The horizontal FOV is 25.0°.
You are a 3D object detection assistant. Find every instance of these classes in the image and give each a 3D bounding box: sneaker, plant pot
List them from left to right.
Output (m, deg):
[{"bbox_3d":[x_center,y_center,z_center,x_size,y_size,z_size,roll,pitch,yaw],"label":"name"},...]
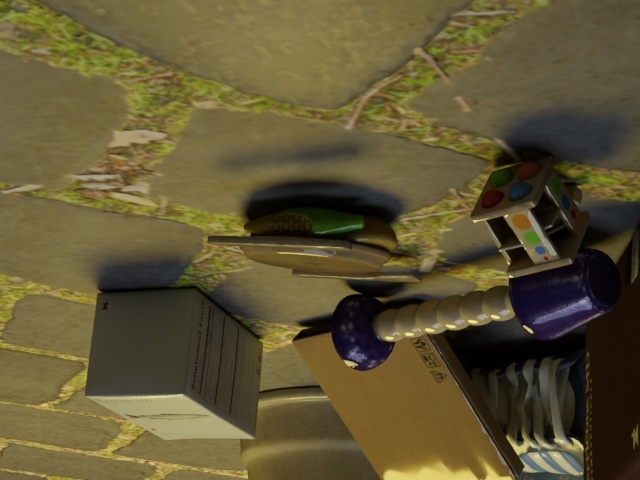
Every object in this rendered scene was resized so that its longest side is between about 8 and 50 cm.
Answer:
[{"bbox_3d":[0.043,0.365,1.728,0.333,0.306,0.334,4,160,1],"label":"plant pot"},{"bbox_3d":[0.175,0.170,1.421,0.236,0.130,0.323,4,166,-12],"label":"sneaker"}]

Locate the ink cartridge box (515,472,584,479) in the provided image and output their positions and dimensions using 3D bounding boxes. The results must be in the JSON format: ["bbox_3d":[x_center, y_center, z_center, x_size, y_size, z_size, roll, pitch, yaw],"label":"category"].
[{"bbox_3d":[0.367,0.315,1.636,0.270,0.151,0.395,14,178,-29],"label":"ink cartridge box"}]

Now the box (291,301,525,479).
[{"bbox_3d":[0.082,0.157,1.391,0.164,0.021,0.201,-16,114,42],"label":"box"}]

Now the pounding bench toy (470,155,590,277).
[{"bbox_3d":[0.149,-0.029,1.008,0.052,0.083,0.065,-15,121,38],"label":"pounding bench toy"}]

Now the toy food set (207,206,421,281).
[{"bbox_3d":[0.000,0.000,1.144,0.132,0.039,0.192,2,171,20],"label":"toy food set"}]

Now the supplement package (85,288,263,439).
[{"bbox_3d":[-0.137,0.123,1.395,0.105,0.105,0.179,-3,159,20],"label":"supplement package"}]

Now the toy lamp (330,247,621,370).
[{"bbox_3d":[0.125,0.055,1.203,0.080,0.080,0.274,22,155,-40],"label":"toy lamp"}]

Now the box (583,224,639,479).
[{"bbox_3d":[0.297,0.087,1.090,0.143,0.191,0.381,4,159,2],"label":"box"}]
